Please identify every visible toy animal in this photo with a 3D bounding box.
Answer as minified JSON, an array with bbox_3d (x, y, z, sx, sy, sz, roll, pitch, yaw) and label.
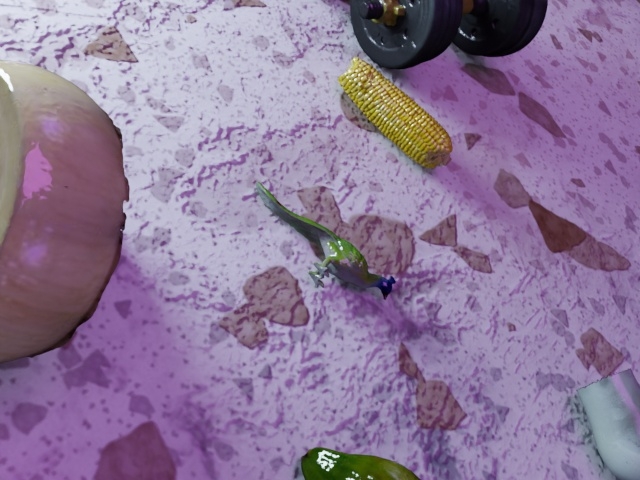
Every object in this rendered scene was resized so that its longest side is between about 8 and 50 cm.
[{"bbox_3d":[-0.006,0.011,1.003,0.217,0.041,0.075,35,46,-2],"label":"toy animal"}]

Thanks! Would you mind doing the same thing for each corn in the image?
[{"bbox_3d":[0.111,-0.182,1.191,0.206,0.067,0.067,43,47,-1],"label":"corn"}]

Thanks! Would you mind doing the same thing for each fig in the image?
[{"bbox_3d":[0.040,0.263,0.808,0.156,0.123,0.123,41,46,15],"label":"fig"}]

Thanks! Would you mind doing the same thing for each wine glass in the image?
[{"bbox_3d":[0.408,0.270,1.053,0.093,0.093,0.202,-3,63,-34],"label":"wine glass"}]

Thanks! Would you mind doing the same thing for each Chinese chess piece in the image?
[{"bbox_3d":[-0.276,-0.024,0.695,0.104,0.257,0.257,17,48,-50],"label":"Chinese chess piece"}]

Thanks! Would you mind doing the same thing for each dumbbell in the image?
[{"bbox_3d":[0.207,-0.376,1.307,0.388,0.185,0.185,-15,69,-39],"label":"dumbbell"}]
